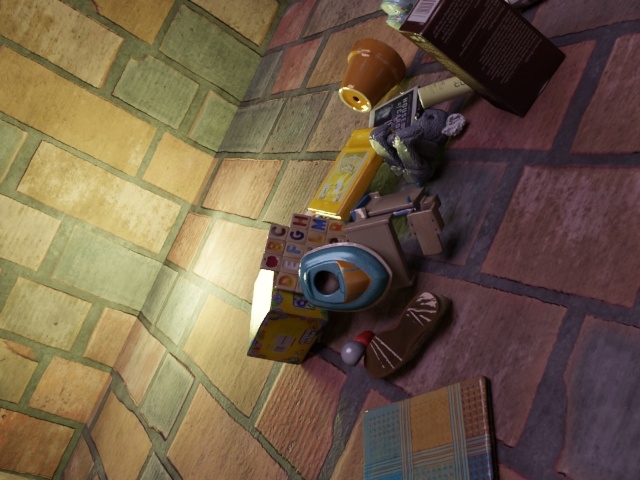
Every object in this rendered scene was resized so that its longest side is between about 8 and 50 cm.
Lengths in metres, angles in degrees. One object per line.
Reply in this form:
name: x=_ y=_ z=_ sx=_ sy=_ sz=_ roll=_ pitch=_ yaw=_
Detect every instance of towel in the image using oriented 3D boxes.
towel: x=0.230 y=0.470 z=1.389 sx=0.370 sy=0.040 sz=0.271 roll=-32 pitch=42 yaw=40

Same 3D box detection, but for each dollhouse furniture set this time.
dollhouse furniture set: x=0.246 y=-0.029 z=1.761 sx=0.287 sy=0.198 sz=0.303 roll=-12 pitch=21 yaw=29

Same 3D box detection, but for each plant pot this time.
plant pot: x=0.162 y=-0.554 z=2.164 sx=0.205 sy=0.205 sz=0.188 roll=2 pitch=57 yaw=59

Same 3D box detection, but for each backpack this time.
backpack: x=0.305 y=-0.808 z=2.197 sx=0.144 sy=0.188 sz=0.166 roll=-61 pitch=29 yaw=3

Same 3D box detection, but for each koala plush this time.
koala plush: x=0.299 y=-0.298 z=1.827 sx=0.221 sy=0.203 sz=0.196 roll=-46 pitch=28 yaw=-16

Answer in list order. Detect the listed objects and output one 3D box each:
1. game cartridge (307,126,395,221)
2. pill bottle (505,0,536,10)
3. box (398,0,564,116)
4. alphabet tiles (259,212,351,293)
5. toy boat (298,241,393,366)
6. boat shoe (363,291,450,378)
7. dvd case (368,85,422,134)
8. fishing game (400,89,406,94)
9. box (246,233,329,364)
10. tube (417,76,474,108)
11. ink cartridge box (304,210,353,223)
game cartridge: x=0.097 y=-0.219 z=2.010 sx=0.323 sy=0.053 sz=0.285 roll=-61 pitch=21 yaw=-4
pill bottle: x=0.575 y=-0.704 z=1.786 sx=0.137 sy=0.078 sz=0.078 roll=-10 pitch=57 yaw=56
box: x=0.405 y=-0.495 z=1.568 sx=0.191 sy=0.381 sz=0.143 roll=-56 pitch=27 yaw=9
alphabet tiles: x=0.006 y=0.044 z=1.840 sx=0.011 sy=0.343 sz=0.285 roll=97 pitch=-176 yaw=-52
toy boat: x=0.074 y=0.162 z=1.640 sx=0.268 sy=0.148 sz=0.318 roll=-11 pitch=98 yaw=28
boat shoe: x=0.218 y=0.243 z=1.567 sx=0.285 sy=0.089 sz=0.104 roll=-50 pitch=57 yaw=26
dvd case: x=0.237 y=-0.379 z=2.038 sx=0.239 sy=0.030 sz=0.179 roll=-19 pitch=59 yaw=54
fishing game: x=0.242 y=-0.389 z=2.099 sx=0.264 sy=0.041 sz=0.189 roll=-62 pitch=31 yaw=0
box: x=-0.099 y=0.184 z=1.930 sx=0.290 sy=0.177 sz=0.279 roll=118 pitch=159 yaw=-49
tube: x=0.401 y=-0.445 z=1.795 sx=0.240 sy=0.062 sz=0.070 roll=-16 pitch=85 yaw=11
ink cartridge box: x=-0.009 y=-0.042 z=2.191 sx=0.371 sy=0.069 sz=0.175 roll=-46 pitch=33 yaw=23
